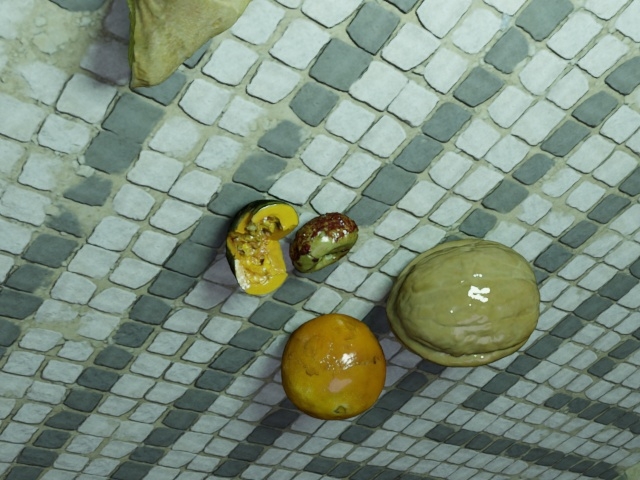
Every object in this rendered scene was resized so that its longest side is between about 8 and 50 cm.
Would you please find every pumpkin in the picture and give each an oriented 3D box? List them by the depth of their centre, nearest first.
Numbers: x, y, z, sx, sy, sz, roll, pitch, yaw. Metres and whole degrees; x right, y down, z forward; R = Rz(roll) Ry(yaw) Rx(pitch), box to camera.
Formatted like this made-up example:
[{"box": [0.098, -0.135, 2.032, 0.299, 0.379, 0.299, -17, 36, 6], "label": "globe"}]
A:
[{"box": [-0.117, -0.002, 1.496, 0.119, 0.107, 0.184, 5, 112, -33], "label": "pumpkin"}]

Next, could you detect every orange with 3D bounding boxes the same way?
[{"box": [0.027, 0.276, 1.745, 0.239, 0.240, 0.240, -9, 136, -8], "label": "orange"}]

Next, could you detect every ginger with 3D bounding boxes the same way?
[{"box": [-0.185, -0.348, 1.111, 0.189, 0.126, 0.354, 25, 126, -31], "label": "ginger"}]

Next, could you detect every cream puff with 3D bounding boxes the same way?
[{"box": [0.000, 0.000, 1.534, 0.149, 0.084, 0.149, -31, 163, -10], "label": "cream puff"}]

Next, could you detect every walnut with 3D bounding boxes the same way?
[{"box": [0.290, 0.133, 1.647, 0.312, 0.277, 0.252, -10, 99, 2], "label": "walnut"}]
